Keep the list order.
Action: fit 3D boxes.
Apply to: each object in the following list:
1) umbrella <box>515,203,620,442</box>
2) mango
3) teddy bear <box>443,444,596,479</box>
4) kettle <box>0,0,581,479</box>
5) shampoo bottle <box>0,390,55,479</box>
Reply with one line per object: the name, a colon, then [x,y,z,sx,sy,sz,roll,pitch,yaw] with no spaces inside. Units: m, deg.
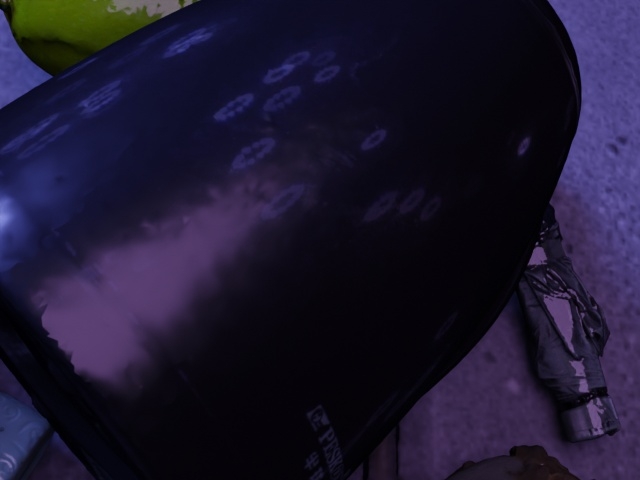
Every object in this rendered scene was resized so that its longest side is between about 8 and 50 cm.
umbrella: [0.132,0.021,0.632,0.050,0.046,0.188,-16,74,-2]
mango: [-0.057,-0.119,0.607,0.233,0.111,0.125,8,71,-14]
teddy bear: [0.114,0.249,0.483,0.256,0.156,0.267,-41,44,-24]
kettle: [0.000,0.000,0.512,0.290,0.268,0.207,-40,48,-22]
shampoo bottle: [-0.226,0.069,0.530,0.191,0.041,0.069,31,64,0]
